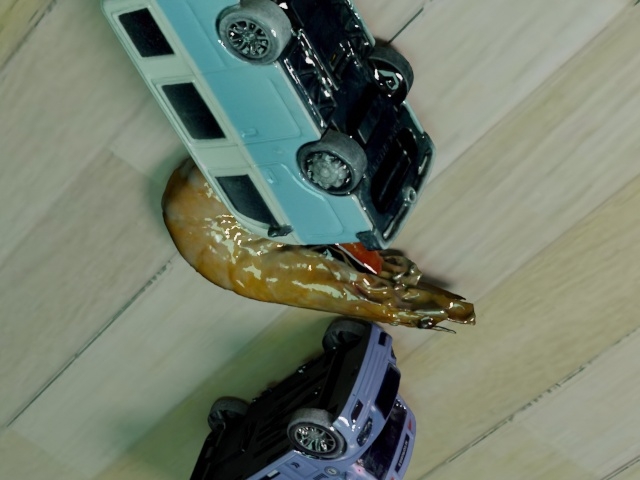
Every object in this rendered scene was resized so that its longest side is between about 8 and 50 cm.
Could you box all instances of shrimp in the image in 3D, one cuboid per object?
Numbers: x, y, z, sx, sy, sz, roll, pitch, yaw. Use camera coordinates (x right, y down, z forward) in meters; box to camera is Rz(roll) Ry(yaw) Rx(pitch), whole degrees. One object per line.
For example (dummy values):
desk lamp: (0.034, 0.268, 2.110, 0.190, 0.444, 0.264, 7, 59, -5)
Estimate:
shrimp: (0.000, 0.000, 1.656, 0.287, 0.063, 0.152, 16, 126, 9)

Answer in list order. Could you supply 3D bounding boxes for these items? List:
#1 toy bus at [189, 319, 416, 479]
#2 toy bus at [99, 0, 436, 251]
toy bus: (-0.012, 0.193, 1.804, 0.133, 0.125, 0.292, 35, 138, -16)
toy bus: (-0.040, -0.122, 1.489, 0.165, 0.133, 0.271, -7, 128, 35)
